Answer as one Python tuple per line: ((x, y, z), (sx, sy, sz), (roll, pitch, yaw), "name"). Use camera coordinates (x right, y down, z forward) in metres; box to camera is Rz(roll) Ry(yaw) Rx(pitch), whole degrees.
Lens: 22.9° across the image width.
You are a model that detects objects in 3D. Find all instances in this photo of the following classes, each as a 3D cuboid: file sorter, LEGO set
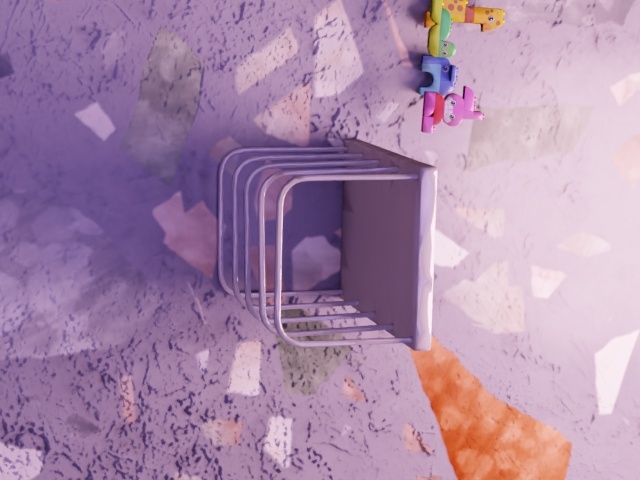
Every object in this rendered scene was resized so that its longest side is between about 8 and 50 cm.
((0.000, 0.000, 1.732), (0.173, 0.277, 0.193), (-2, 100, -16), "file sorter")
((0.169, -0.239, 1.843), (0.093, 0.087, 0.227), (4, 99, -3), "LEGO set")
